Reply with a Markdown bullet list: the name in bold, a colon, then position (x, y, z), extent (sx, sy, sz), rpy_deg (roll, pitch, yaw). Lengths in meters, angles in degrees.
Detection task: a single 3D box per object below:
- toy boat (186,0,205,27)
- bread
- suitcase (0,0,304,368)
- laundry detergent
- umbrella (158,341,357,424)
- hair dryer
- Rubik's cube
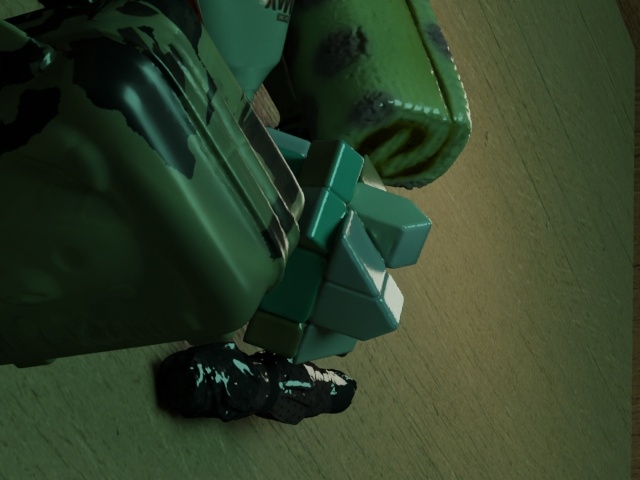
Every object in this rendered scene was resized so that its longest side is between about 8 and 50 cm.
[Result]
- **toy boat**: position (-0.169, -0.130, 1.844), extent (0.133, 0.145, 0.332), rpy_deg (157, -76, -84)
- **bread**: position (0.046, -0.229, 2.137), extent (0.187, 0.155, 0.338), rpy_deg (10, 48, -38)
- **suitcase**: position (-0.224, -0.060, 1.394), extent (0.339, 0.351, 0.194), rpy_deg (60, 36, -30)
- **laundry detergent**: position (-0.100, -0.305, 2.003), extent (0.264, 0.124, 0.398), rpy_deg (12, 89, -68)
- **umbrella**: position (-0.061, 0.158, 1.986), extent (0.326, 0.090, 0.094), rpy_deg (8, 102, -57)
- **hair dryer**: position (-0.019, -0.173, 2.290), extent (0.296, 0.119, 0.298), rpy_deg (34, 36, -68)
- **Rubik's cube**: position (0.000, 0.000, 1.956), extent (0.224, 0.213, 0.265), rpy_deg (-72, -179, -64)
